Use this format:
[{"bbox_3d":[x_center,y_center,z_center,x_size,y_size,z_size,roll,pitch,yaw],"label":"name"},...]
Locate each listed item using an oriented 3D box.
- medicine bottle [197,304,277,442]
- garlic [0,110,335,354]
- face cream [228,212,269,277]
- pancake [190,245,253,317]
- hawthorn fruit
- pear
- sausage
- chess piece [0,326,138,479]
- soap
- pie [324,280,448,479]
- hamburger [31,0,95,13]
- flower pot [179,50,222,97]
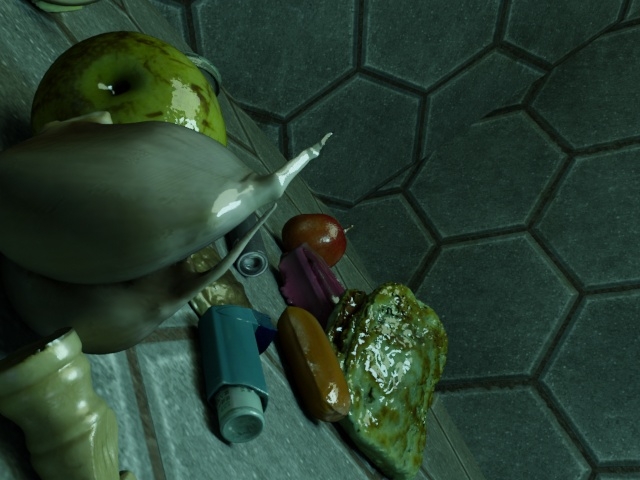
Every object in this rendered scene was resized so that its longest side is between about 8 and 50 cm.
[{"bbox_3d":[-0.120,0.192,1.053,0.124,0.079,0.258,32,20,-28],"label":"medicine bottle"},{"bbox_3d":[-0.182,0.000,0.686,0.246,0.340,0.231,-38,130,-55],"label":"garlic"},{"bbox_3d":[-0.180,-0.021,1.636,0.073,0.073,0.283,50,10,-35],"label":"face cream"},{"bbox_3d":[-0.183,0.085,1.253,0.242,0.050,0.242,53,7,-10],"label":"pancake"},{"bbox_3d":[0.000,0.000,2.100,0.196,0.225,0.196,-22,90,-85],"label":"hawthorn fruit"},{"bbox_3d":[-0.266,-0.148,0.992,0.283,0.283,0.283,54,8,-11],"label":"pear"},{"bbox_3d":[-0.016,0.246,1.417,0.105,0.105,0.274,48,11,-45],"label":"sausage"},{"bbox_3d":[-0.212,0.183,0.612,0.090,0.090,0.200,-79,144,-79],"label":"chess piece"},{"bbox_3d":[0.004,0.163,1.805,0.325,0.127,0.220,59,6,28],"label":"soap"},{"bbox_3d":[0.153,0.317,1.594,0.395,0.180,0.418,37,52,-43],"label":"pie"},{"bbox_3d":[-0.491,-0.594,1.339,0.302,0.302,0.170,51,2,-29],"label":"hamburger"},{"bbox_3d":[-0.322,-0.288,1.488,0.235,0.235,0.141,40,40,-63],"label":"flower pot"}]
